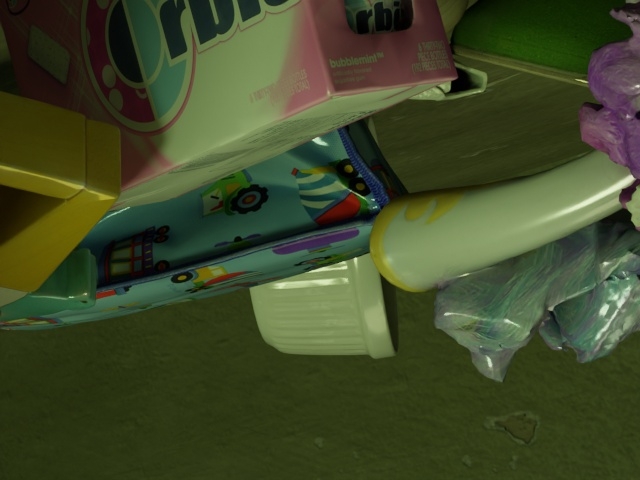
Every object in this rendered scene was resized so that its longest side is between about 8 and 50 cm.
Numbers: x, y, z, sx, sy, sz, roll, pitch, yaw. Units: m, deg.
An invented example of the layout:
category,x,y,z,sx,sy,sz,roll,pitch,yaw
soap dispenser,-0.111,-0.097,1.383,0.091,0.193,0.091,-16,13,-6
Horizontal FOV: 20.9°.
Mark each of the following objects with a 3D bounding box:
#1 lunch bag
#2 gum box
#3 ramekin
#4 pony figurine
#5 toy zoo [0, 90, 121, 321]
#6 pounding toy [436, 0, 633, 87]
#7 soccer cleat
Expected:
category,x,y,z,sx,sy,sz,roll,pitch,yaw
lunch bag,-0.105,-0.006,0.975,0.293,0.138,0.221,-26,176,6
gum box,-0.040,-0.083,0.633,0.062,0.107,0.188,-13,176,-41
ramekin,0.000,0.000,1.447,0.109,0.207,0.207,-6,177,5
pony figurine,0.184,-0.064,0.618,0.363,0.303,0.351,-22,-142,49
toy zoo,-0.205,-0.016,0.605,0.293,0.030,0.192,14,152,-35
pounding toy,0.141,-0.135,0.899,0.237,0.110,0.183,14,-173,-3
soccer cleat,0.048,-0.085,0.881,0.083,0.029,0.035,4,-176,-38
